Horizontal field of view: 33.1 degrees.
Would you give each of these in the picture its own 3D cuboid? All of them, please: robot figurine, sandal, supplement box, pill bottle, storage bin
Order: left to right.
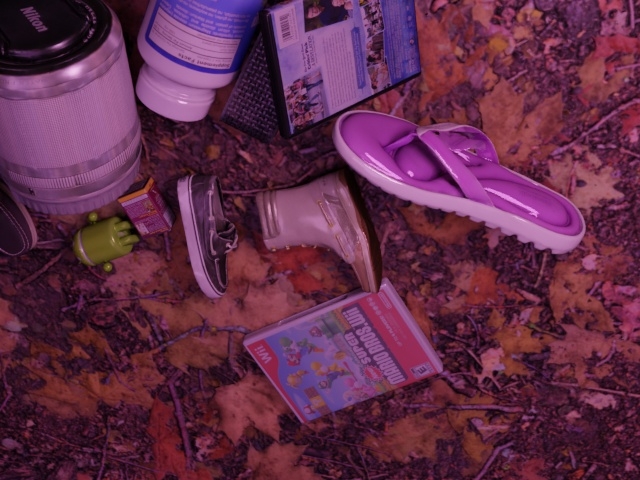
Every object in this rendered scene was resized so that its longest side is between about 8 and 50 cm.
[{"bbox_3d":[-0.354,0.002,1.757,0.115,0.067,0.101,-18,90,19],"label":"robot figurine"},{"bbox_3d":[-0.277,-0.051,1.725,0.055,0.043,0.083,-19,116,19],"label":"supplement box"},{"bbox_3d":[-0.163,-0.306,1.483,0.152,0.152,0.272,22,123,-5],"label":"pill bottle"},{"bbox_3d":[-0.065,-0.242,1.525,0.084,0.122,0.180,26,122,-7],"label":"storage bin"},{"bbox_3d":[0.213,-0.111,1.546,0.416,0.169,0.102,20,127,-19],"label":"sandal"}]

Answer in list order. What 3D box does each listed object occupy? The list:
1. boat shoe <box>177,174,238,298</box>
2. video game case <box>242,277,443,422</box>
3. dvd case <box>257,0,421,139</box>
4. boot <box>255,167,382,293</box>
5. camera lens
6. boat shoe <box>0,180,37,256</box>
[{"bbox_3d":[-0.171,-0.003,1.719,0.070,0.077,0.219,-4,120,13],"label":"boat shoe"},{"bbox_3d":[0.038,0.193,1.842,0.285,0.025,0.204,-24,116,22],"label":"video game case"},{"bbox_3d":[0.033,-0.263,1.452,0.022,0.253,0.180,27,137,44],"label":"dvd case"},{"bbox_3d":[0.000,0.000,1.696,0.165,0.077,0.213,-13,114,16],"label":"boot"},{"bbox_3d":[-0.373,-0.200,1.519,0.219,0.219,0.274,4,137,7],"label":"camera lens"},{"bbox_3d":[-0.571,-0.075,1.727,0.103,0.092,0.285,-23,116,21],"label":"boat shoe"}]
